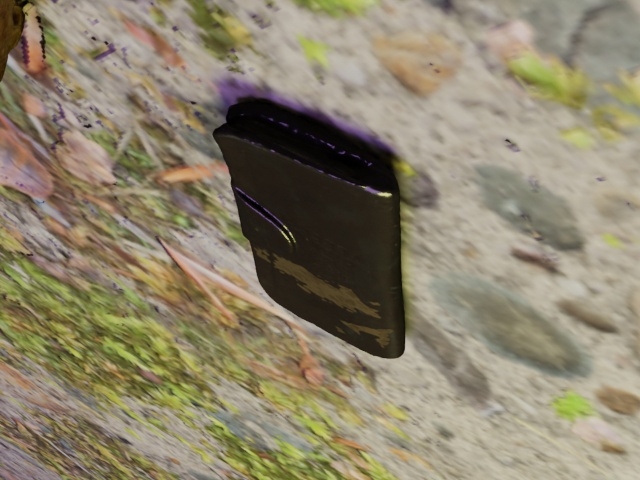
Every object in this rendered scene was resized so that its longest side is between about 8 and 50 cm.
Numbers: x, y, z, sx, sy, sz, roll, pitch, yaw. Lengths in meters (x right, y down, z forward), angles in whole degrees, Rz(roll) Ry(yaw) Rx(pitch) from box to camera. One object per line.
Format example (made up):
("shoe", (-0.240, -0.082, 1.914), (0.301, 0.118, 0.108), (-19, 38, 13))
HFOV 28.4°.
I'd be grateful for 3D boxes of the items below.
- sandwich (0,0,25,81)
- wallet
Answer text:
("sandwich", (-0.220, -0.157, 0.395), (0.254, 0.099, 0.288), (32, 157, 0))
("wallet", (0.000, 0.000, 0.531), (0.082, 0.018, 0.156), (25, 156, 16))
